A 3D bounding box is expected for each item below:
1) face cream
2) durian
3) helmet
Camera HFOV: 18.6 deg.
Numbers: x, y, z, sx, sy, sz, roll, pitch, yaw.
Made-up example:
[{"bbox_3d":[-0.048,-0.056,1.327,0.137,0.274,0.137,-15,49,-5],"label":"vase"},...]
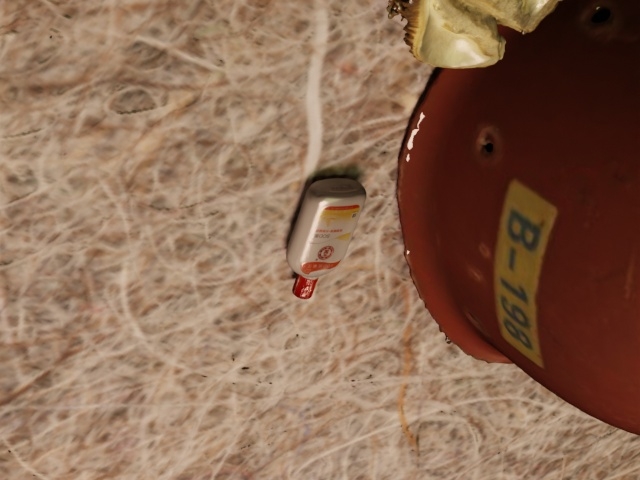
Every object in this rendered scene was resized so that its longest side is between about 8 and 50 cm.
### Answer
[{"bbox_3d":[0.000,0.000,1.178,0.040,0.021,0.083,-4,132,-29],"label":"face cream"},{"bbox_3d":[0.070,-0.147,1.045,0.110,0.071,0.140,-46,154,22],"label":"durian"},{"bbox_3d":[0.244,0.001,1.189,0.338,0.230,0.385,-16,134,-22],"label":"helmet"}]
